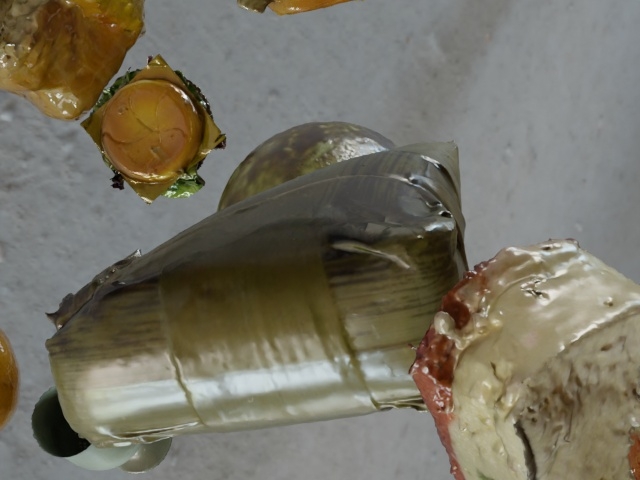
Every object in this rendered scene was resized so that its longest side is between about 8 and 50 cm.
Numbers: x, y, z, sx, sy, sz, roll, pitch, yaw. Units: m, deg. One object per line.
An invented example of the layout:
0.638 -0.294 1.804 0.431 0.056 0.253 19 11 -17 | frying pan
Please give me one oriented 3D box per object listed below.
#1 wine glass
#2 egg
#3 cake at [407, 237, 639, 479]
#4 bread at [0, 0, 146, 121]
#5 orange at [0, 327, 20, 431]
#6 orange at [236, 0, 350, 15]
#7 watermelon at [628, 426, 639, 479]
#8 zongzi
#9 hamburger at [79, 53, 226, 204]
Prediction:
-0.238 0.207 1.193 0.202 0.093 0.093 50 56 -69 | wine glass
0.000 0.000 1.150 0.289 0.238 0.238 -50 139 -57 | egg
0.098 0.117 0.557 0.116 0.086 0.221 -9 118 -33 | cake
-0.246 -0.202 0.504 0.109 0.380 0.185 -51 163 -6 | bread
-0.414 0.158 1.213 0.136 0.159 0.159 -10 108 -52 | orange
0.001 -0.151 0.325 0.177 0.177 0.155 -17 98 -54 | orange
0.259 0.187 0.939 0.163 0.087 0.069 3 99 -62 | watermelon
-0.029 0.016 0.769 0.300 0.273 0.145 -77 154 -62 | zongzi
-0.210 -0.140 1.414 0.190 0.164 0.093 63 8 5 | hamburger
